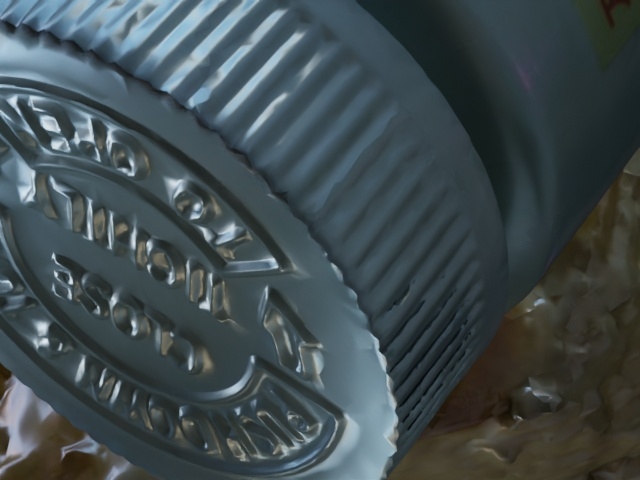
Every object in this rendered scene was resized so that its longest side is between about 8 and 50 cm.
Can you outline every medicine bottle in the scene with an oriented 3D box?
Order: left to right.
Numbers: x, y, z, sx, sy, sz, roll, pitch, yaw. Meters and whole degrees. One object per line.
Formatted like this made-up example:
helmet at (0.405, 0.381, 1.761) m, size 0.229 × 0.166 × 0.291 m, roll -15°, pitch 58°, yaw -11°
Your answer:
medicine bottle at (0.039, -0.090, 0.550) m, size 0.318 × 0.158 × 0.158 m, roll -49°, pitch -31°, yaw -33°

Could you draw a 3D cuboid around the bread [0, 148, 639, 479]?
bread at (0.000, 0.000, 0.977) m, size 0.279 × 0.371 × 0.390 m, roll 51°, pitch -155°, yaw -51°
